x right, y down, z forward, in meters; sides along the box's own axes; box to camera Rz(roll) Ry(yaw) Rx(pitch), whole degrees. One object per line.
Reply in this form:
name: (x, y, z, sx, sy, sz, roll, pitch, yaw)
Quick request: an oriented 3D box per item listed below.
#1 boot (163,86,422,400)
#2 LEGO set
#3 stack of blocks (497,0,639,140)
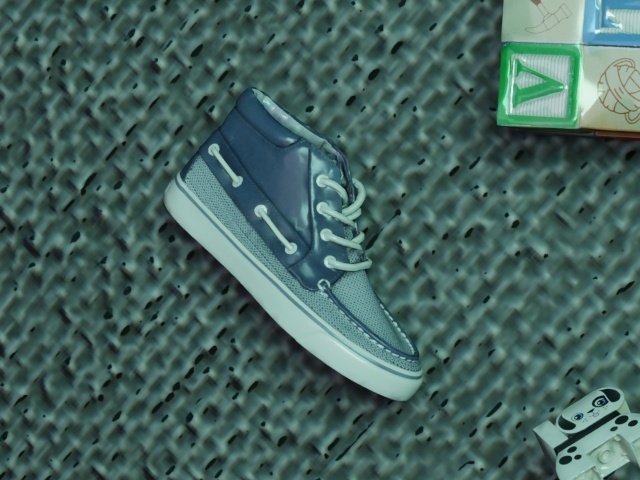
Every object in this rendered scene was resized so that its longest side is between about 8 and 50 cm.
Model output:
boot: (0.000, 0.000, 1.024, 0.190, 0.069, 0.086, 41, 106, 16)
LEGO set: (0.211, 0.075, 0.942, 0.227, 0.093, 0.087, -31, 117, -9)
stack of blocks: (0.152, -0.202, 0.960, 0.171, 0.087, 0.297, 4, 92, 20)
